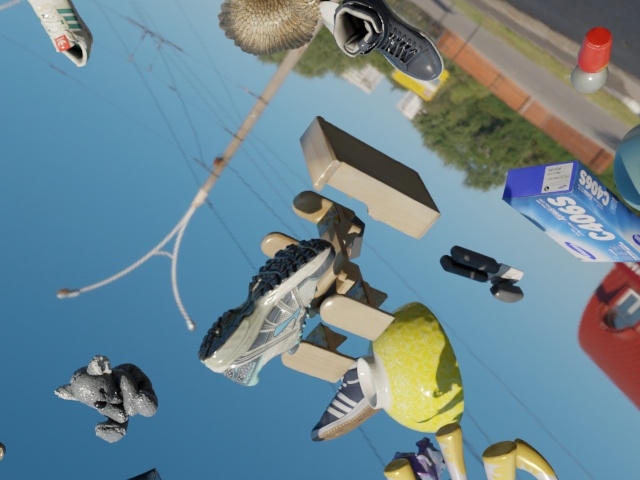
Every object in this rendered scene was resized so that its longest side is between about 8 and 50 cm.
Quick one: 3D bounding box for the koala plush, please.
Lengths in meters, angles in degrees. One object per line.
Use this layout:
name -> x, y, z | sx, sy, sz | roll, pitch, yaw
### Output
koala plush -> -0.598, 0.408, 1.830 | 0.221, 0.196, 0.203 | 39, -164, -46

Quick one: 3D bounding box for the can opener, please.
can opener -> 0.421, 0.091, 1.675 | 0.284, 0.076, 0.095 | 17, -140, -38

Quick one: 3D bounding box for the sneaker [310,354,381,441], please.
sneaker -> 0.064, 0.412, 1.766 | 0.099, 0.282, 0.153 | 15, -139, -51

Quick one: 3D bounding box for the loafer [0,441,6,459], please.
loafer -> -0.654, 0.397, 1.221 | 0.148, 0.056, 0.050 | 13, -168, -41

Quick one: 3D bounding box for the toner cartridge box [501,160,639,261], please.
toner cartridge box -> 0.562, -0.052, 1.438 | 0.348, 0.075, 0.165 | 29, 162, -34

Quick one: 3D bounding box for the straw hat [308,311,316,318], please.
straw hat -> -0.063, 0.159, 1.924 | 0.061, 0.144, 0.144 | -1, -142, -33

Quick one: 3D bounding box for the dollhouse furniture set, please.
dollhouse furniture set -> 0.000, 0.000, 1.320 | 0.257, 0.394, 0.362 | 25, -152, -27

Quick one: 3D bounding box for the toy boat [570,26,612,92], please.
toy boat -> 0.618, -0.315, 1.181 | 0.319, 0.267, 0.148 | 7, 160, 16

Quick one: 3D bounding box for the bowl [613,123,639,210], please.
bowl -> 0.857, -0.183, 1.650 | 0.312, 0.311, 0.163 | 32, 173, -18

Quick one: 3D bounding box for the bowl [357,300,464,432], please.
bowl -> 0.172, 0.290, 1.449 | 0.156, 0.289, 0.289 | -13, -141, -15

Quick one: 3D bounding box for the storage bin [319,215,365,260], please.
storage bin -> 0.061, -0.001, 1.686 | 0.091, 0.135, 0.098 | -15, -140, -28

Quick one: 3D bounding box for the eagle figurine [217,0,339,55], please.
eagle figurine -> -0.080, -0.502, 1.363 | 0.225, 0.299, 0.226 | -114, 8, -68

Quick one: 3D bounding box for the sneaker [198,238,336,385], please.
sneaker -> -0.069, 0.118, 1.104 | 0.122, 0.283, 0.110 | 47, 174, -26

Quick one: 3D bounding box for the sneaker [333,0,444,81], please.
sneaker -> 0.116, -0.337, 1.155 | 0.226, 0.086, 0.163 | 39, -145, -11

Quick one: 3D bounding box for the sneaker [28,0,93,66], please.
sneaker -> -0.440, -0.365, 1.129 | 0.161, 0.057, 0.075 | 62, -167, -55

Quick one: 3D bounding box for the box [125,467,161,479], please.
box -> -0.359, 0.584, 1.368 | 0.156, 0.093, 0.158 | -151, 40, -82

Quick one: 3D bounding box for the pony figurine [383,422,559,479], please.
pony figurine -> 0.253, 0.473, 1.035 | 0.303, 0.351, 0.363 | -38, -79, -52
